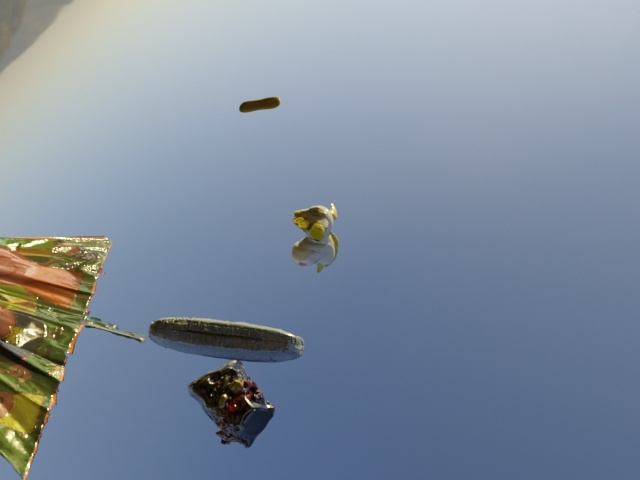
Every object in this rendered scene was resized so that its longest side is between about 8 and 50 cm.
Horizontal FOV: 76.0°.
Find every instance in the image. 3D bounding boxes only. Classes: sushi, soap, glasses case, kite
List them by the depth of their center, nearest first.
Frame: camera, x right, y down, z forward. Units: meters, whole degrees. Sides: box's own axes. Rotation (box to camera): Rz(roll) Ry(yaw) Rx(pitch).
[{"bbox_3d":[-0.259,0.042,0.336,0.016,0.234,0.321,-59,-153,12],"label":"kite"},{"bbox_3d":[-0.171,0.185,0.757,0.283,0.109,0.067,6,-112,-4],"label":"glasses case"},{"bbox_3d":[-0.126,-0.281,0.845,0.089,0.012,0.034,-7,-120,8],"label":"soap"},{"bbox_3d":[-0.195,0.403,0.981,0.150,0.172,0.153,2,-162,46],"label":"sushi"}]

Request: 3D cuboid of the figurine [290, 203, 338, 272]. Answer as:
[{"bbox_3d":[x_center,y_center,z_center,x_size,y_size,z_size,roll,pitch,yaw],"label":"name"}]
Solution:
[{"bbox_3d":[-0.006,0.004,0.964,0.130,0.178,0.109,-18,-149,-39],"label":"figurine"}]
